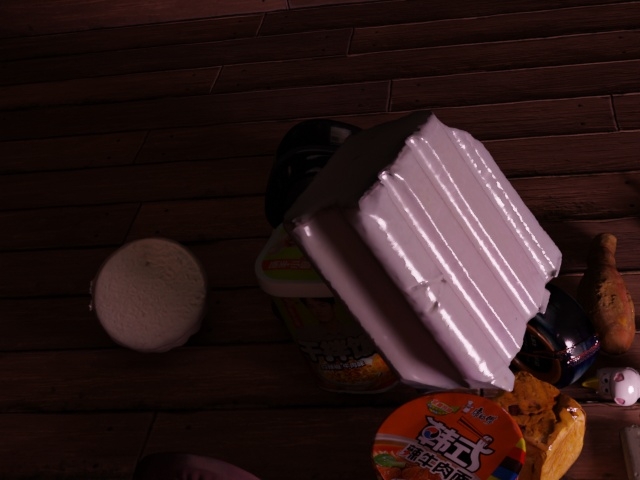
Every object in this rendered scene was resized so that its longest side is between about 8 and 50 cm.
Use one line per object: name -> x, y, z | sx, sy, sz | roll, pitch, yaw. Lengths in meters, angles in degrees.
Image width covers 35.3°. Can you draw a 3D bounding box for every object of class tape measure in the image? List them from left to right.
tape measure -> 0.422, 0.176, 1.907 | 0.135, 0.202, 0.223 | -35, 37, -25

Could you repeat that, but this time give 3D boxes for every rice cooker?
rice cooker -> 0.011, -0.122, 2.111 | 0.267, 0.267, 0.224 | -7, 41, 6

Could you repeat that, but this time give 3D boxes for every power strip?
power strip -> 0.569, 0.395, 1.711 | 0.092, 0.034, 0.268 | -5, 37, 9

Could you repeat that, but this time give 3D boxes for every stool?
stool -> -0.198, 0.481, 1.635 | 0.272, 0.272, 0.178 | 4, 51, 20

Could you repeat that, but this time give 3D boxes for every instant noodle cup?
instant noodle cup -> 0.052, 0.125, 1.968 | 0.294, 0.308, 0.294 | -14, 32, 9
instant noodle cup -> 0.217, 0.406, 1.660 | 0.250, 0.192, 0.250 | -8, 36, 6

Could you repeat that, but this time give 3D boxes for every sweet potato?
sweet potato -> 0.578, 0.098, 2.056 | 0.109, 0.109, 0.385 | -3, 36, 11

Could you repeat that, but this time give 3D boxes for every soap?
soap -> 0.185, 0.015, 1.727 | 0.213, 0.435, 0.350 | -14, 33, 46

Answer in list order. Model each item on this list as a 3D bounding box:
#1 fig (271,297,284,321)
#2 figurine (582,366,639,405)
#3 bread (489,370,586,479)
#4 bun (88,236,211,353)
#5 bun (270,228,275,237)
fig -> -0.039, 0.135, 2.175 | 0.128, 0.150, 0.128 | -29, 28, 18
figurine -> 0.576, 0.264, 1.855 | 0.178, 0.109, 0.129 | -9, 10, 4
bread -> 0.369, 0.338, 1.745 | 0.149, 0.158, 0.143 | 22, 43, 39
bun -> -0.361, 0.132, 2.226 | 0.263, 0.175, 0.263 | -2, 74, 6
bun -> 0.000, 0.000, 2.264 | 0.220, 0.134, 0.220 | 9, 8, -1
